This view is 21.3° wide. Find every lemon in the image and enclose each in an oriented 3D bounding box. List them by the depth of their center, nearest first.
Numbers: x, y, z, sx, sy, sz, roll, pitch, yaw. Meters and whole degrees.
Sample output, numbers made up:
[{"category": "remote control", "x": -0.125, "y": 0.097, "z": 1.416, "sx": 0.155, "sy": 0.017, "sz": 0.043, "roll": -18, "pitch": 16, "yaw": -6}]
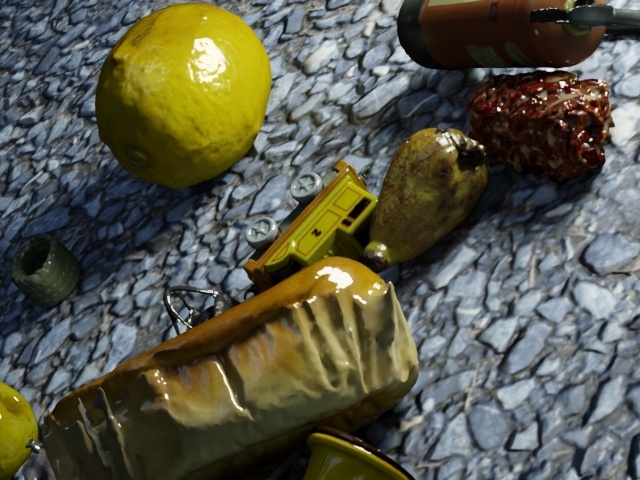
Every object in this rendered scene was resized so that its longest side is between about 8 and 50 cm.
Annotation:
[{"category": "lemon", "x": -0.181, "y": -0.197, "z": 2.271, "sx": 0.234, "sy": 0.233, "sz": 0.288, "roll": -12, "pitch": 40, "yaw": 36}]

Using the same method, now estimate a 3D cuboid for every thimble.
[{"category": "thimble", "x": -0.378, "y": 0.039, "z": 2.335, "sx": 0.084, "sy": 0.062, "sz": 0.110, "roll": -42, "pitch": 32, "yaw": -1}]

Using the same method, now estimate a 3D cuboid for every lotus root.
[{"category": "lotus root", "x": 0.109, "y": -0.041, "z": 1.910, "sx": 0.190, "sy": 0.108, "sz": 0.094, "roll": -52, "pitch": 6, "yaw": 3}]

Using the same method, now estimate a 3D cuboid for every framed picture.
[{"category": "framed picture", "x": -0.074, "y": 0.278, "z": 1.680, "sx": 0.011, "sy": 0.109, "sz": 0.149, "roll": 33, "pitch": 43, "yaw": 15}]

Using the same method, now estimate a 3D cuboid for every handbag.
[{"category": "handbag", "x": -0.132, "y": 0.101, "z": 1.946, "sx": 0.072, "sy": 0.139, "sz": 0.115, "roll": -32, "pitch": 34, "yaw": 28}]

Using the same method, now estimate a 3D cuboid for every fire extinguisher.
[{"category": "fire extinguisher", "x": 0.255, "y": -0.265, "z": 1.976, "sx": 0.200, "sy": 0.113, "sz": 0.376, "roll": -22, "pitch": 14, "yaw": -23}]

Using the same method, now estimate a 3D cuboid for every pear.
[{"category": "pear", "x": -0.429, "y": 0.241, "z": 2.070, "sx": 0.162, "sy": 0.149, "sz": 0.149, "roll": -34, "pitch": 33, "yaw": 9}]

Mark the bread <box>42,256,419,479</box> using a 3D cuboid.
[{"category": "bread", "x": -0.095, "y": 0.152, "z": 1.747, "sx": 0.389, "sy": 0.236, "sz": 0.183, "roll": -22, "pitch": 71, "yaw": -10}]

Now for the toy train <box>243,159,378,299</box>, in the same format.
[{"category": "toy train", "x": 0.000, "y": 0.000, "z": 1.984, "sx": 0.219, "sy": 0.089, "sz": 0.127, "roll": -47, "pitch": 43, "yaw": -12}]

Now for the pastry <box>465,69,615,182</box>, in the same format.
[{"category": "pastry", "x": 0.240, "y": -0.134, "z": 1.900, "sx": 0.115, "sy": 0.097, "sz": 0.208, "roll": -40, "pitch": 30, "yaw": -19}]

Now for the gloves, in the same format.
[{"category": "gloves", "x": -0.027, "y": 0.331, "z": 1.612, "sx": 0.133, "sy": 0.116, "sz": 0.294, "roll": -1, "pitch": 55, "yaw": 59}]

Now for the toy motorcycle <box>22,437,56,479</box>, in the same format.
[{"category": "toy motorcycle", "x": -0.321, "y": 0.294, "z": 1.958, "sx": 0.212, "sy": 0.084, "sz": 0.118, "roll": -39, "pitch": 41, "yaw": 10}]
